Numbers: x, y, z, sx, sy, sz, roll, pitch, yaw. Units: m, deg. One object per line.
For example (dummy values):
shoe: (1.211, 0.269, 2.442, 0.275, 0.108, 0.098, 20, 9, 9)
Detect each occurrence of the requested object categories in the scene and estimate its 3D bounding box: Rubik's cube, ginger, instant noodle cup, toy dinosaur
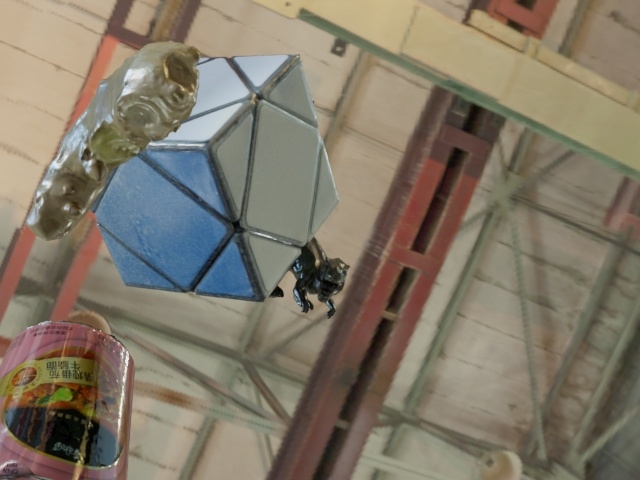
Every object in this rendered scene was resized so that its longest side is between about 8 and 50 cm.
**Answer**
Rubik's cube: (-0.125, -0.075, 1.138, 0.207, 0.205, 0.205, -51, -44, -44)
ginger: (-0.128, -0.066, 0.628, 0.051, 0.069, 0.173, 20, -45, -28)
instant noodle cup: (-0.327, 0.242, 1.220, 0.244, 0.255, 0.244, 1, -44, 1)
toy dinosaur: (0.000, 0.000, 1.243, 0.087, 0.187, 0.179, 19, -87, -41)
